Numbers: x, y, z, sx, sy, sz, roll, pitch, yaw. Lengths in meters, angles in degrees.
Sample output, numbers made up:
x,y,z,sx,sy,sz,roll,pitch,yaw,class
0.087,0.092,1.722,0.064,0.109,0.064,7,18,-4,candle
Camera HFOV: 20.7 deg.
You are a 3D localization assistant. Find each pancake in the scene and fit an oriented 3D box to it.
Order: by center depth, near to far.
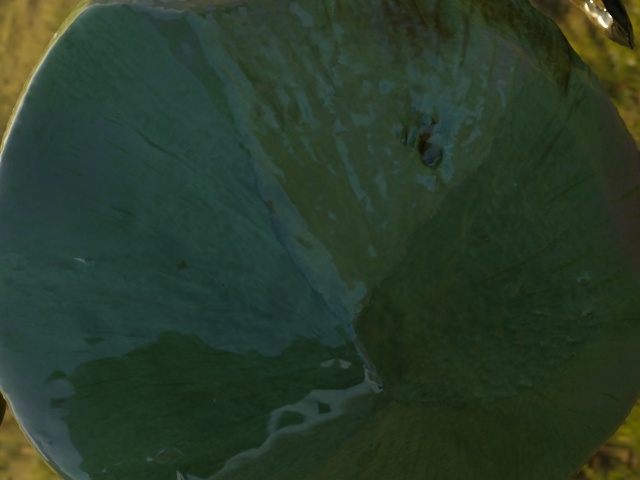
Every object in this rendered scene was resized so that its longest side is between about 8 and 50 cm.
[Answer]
x,y,z,sx,sy,sz,roll,pitch,yaw,class
0.112,-0.132,0.805,0.011,0.115,0.115,-38,42,4,pancake

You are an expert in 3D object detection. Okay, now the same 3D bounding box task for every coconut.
x,y,z,sx,sy,sz,roll,pitch,yaw,class
0.000,0.000,0.784,0.281,0.328,0.328,-62,35,12,coconut

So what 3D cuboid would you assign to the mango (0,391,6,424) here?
x,y,z,sx,sy,sz,roll,pitch,yaw,class
-0.286,0.022,1.190,0.133,0.111,0.268,-53,55,49,mango
